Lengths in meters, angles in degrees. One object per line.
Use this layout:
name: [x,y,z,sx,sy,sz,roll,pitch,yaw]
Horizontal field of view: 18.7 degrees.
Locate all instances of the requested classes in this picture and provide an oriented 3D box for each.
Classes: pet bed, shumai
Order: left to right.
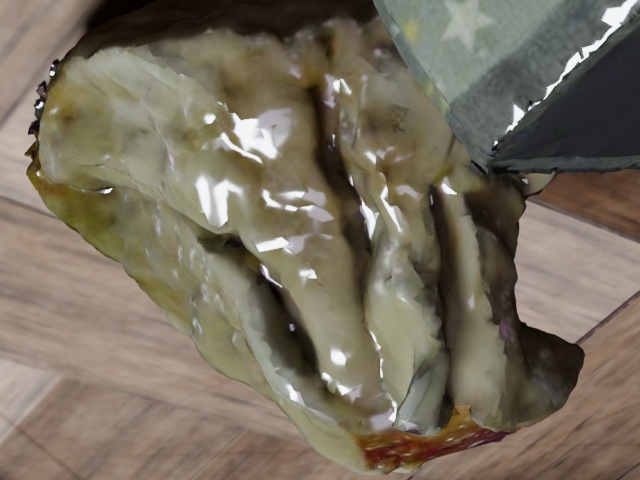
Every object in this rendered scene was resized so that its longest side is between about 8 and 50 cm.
shumai: [0.003,-0.002,0.757,0.218,0.185,0.184,6,140,-16]
pet bed: [0.114,-0.139,0.643,0.183,0.159,0.211,-7,153,-46]
